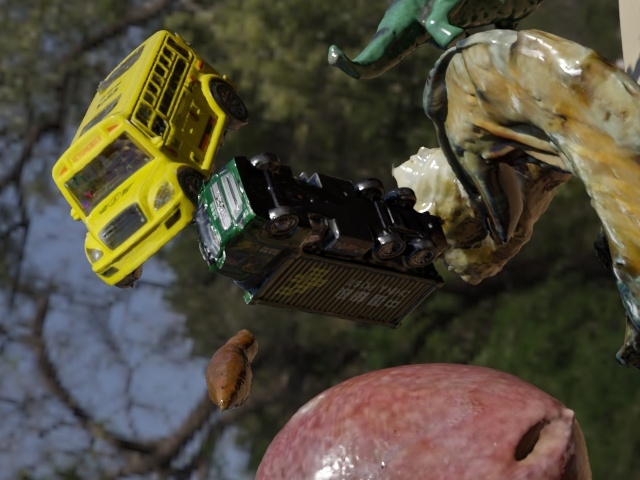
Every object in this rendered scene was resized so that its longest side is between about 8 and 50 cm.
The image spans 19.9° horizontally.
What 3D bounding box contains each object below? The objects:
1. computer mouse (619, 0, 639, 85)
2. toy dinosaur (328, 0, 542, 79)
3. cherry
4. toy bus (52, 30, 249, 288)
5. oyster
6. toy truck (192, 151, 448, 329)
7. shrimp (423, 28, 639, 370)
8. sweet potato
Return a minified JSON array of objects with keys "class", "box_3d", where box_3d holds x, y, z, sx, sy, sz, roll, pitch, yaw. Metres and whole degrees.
[{"class":"computer mouse","box_3d":[0.318,-0.201,1.599,0.145,0.082,0.236,109,166,-55]},{"class":"toy dinosaur","box_3d":[0.109,-0.165,1.359,0.292,0.120,0.079,-52,-6,-43]},{"class":"cherry","box_3d":[0.085,0.220,1.457,0.307,0.261,0.221,-40,-3,17]},{"class":"toy bus","box_3d":[-0.188,-0.095,1.971,0.144,0.152,0.330,-38,19,24]},{"class":"oyster","box_3d":[0.186,-0.070,1.819,0.233,0.161,0.107,-55,29,3]},{"class":"toy truck","box_3d":[0.000,0.000,1.676,0.121,0.259,0.088,-46,49,32]},{"class":"shrimp","box_3d":[0.180,-0.010,1.232,0.071,0.233,0.365,-49,-37,-20]},{"class":"sweet potato","box_3d":[-0.106,0.152,2.135,0.264,0.057,0.057,-92,10,-76]}]
